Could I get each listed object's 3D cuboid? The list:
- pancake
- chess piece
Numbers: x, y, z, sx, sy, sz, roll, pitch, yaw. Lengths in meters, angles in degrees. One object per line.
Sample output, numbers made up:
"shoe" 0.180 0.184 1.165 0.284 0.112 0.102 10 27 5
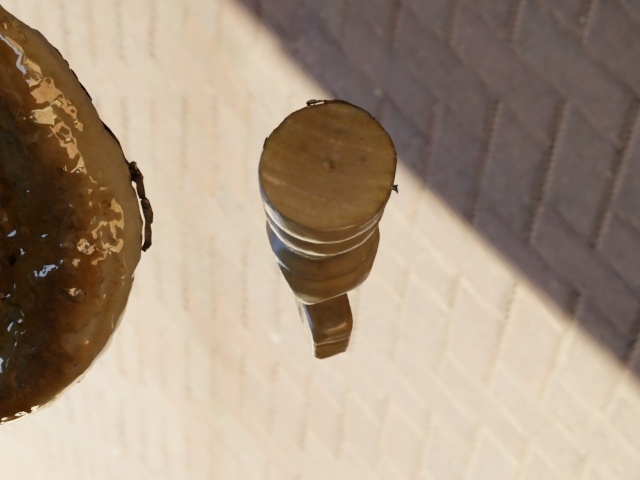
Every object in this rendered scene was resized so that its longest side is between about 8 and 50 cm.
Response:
"pancake" -0.299 -0.018 1.129 0.382 0.382 0.071 61 -159 -21
"chess piece" 0.000 0.000 1.623 0.137 0.137 0.301 45 159 18
